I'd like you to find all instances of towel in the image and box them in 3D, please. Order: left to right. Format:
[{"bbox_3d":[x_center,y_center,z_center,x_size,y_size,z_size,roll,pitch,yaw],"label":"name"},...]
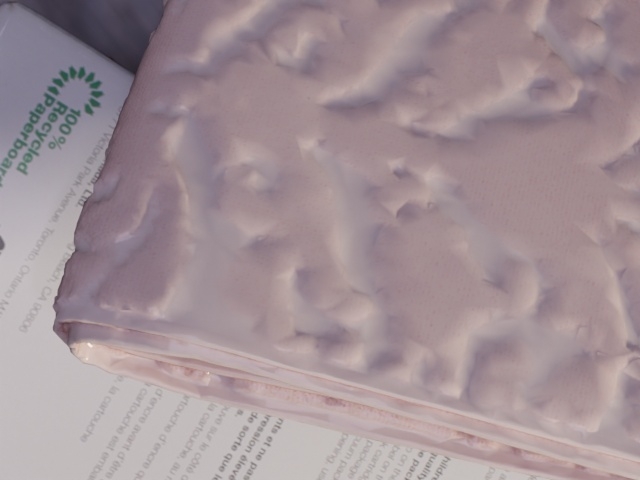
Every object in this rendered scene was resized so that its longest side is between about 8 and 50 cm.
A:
[{"bbox_3d":[0.097,-0.067,0.553,0.317,0.053,0.332,16,62,-1],"label":"towel"}]

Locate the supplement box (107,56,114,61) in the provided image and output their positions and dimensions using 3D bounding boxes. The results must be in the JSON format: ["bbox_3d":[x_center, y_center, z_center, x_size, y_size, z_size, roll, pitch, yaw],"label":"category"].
[{"bbox_3d":[-0.116,-0.030,0.660,0.098,0.036,0.062,-40,93,7],"label":"supplement box"}]

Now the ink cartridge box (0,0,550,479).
[{"bbox_3d":[-0.071,0.128,0.587,0.330,0.071,0.324,32,85,-14],"label":"ink cartridge box"}]
